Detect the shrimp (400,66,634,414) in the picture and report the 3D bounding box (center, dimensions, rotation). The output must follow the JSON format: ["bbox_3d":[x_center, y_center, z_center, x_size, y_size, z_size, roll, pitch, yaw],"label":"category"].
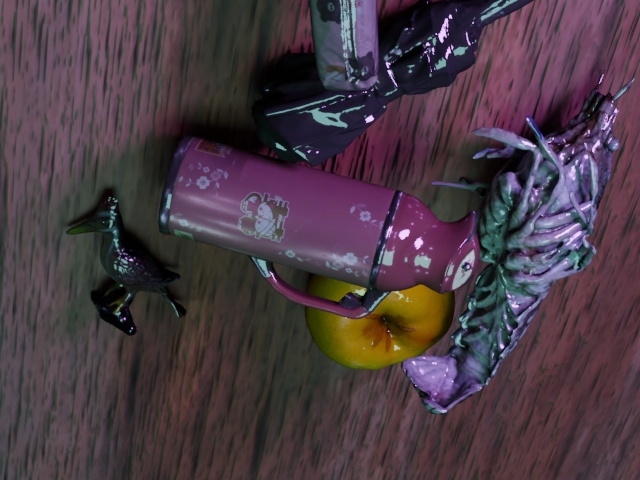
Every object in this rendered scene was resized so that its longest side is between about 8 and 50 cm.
[{"bbox_3d":[0.211,0.001,1.951,0.166,0.221,0.410,-4,122,-37],"label":"shrimp"}]

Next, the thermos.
[{"bbox_3d":[0.001,-0.005,1.880,0.330,0.136,0.109,15,165,5],"label":"thermos"}]

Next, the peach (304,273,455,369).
[{"bbox_3d":[0.067,0.071,2.073,0.179,0.103,0.179,-7,135,-7],"label":"peach"}]

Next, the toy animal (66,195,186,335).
[{"bbox_3d":[-0.217,0.025,2.015,0.105,0.070,0.202,-20,131,-6],"label":"toy animal"}]

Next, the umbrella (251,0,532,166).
[{"bbox_3d":[0.084,-0.188,1.828,0.340,0.118,0.118,-31,132,12],"label":"umbrella"}]

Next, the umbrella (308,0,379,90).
[{"bbox_3d":[0.016,-0.297,1.678,0.067,0.073,0.337,-10,121,-8],"label":"umbrella"}]
